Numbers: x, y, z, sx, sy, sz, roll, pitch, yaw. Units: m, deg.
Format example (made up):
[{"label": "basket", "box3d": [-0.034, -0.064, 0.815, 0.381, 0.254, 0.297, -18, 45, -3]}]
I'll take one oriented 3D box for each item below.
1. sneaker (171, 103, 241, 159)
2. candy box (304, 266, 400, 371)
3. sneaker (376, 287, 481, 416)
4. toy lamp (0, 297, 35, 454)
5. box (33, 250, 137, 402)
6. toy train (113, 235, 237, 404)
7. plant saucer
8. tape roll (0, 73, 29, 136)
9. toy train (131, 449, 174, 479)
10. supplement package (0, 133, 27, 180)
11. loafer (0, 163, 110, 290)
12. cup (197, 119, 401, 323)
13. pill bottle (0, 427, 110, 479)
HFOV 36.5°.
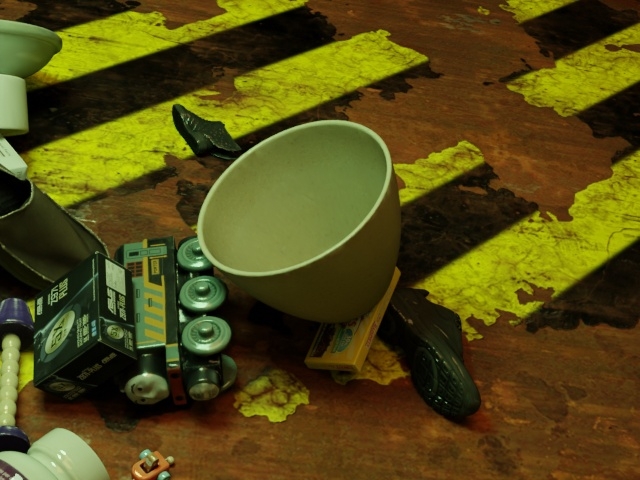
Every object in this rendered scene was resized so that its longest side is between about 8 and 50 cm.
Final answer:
[{"label": "sneaker", "box3d": [-0.239, -0.229, 2.022, 0.089, 0.051, 0.170, -15, 53, -28]}, {"label": "candy box", "box3d": [0.055, 0.128, 1.638, 0.105, 0.027, 0.205, 0, 50, 35]}, {"label": "sneaker", "box3d": [0.199, 0.174, 1.644, 0.130, 0.109, 0.286, -10, 47, -28]}, {"label": "toy lamp", "box3d": [-0.471, 0.200, 1.468, 0.080, 0.080, 0.274, -1, 43, -15]}, {"label": "box", "box3d": [-0.365, 0.132, 1.497, 0.077, 0.147, 0.180, 36, 29, -41]}, {"label": "toy train", "box3d": [-0.241, 0.125, 1.575, 0.190, 0.142, 0.334, -8, 46, -4]}, {"label": "plant saucer", "box3d": [-0.709, -0.346, 1.896, 0.401, 0.100, 0.400, -3, 0, 0]}, {"label": "tape roll", "box3d": [-0.681, -0.243, 1.772, 0.286, 0.100, 0.286, -4, 2, 0]}, {"label": "toy train", "box3d": [-0.232, 0.365, 1.368, 0.125, 0.046, 0.166, -22, 52, -32]}, {"label": "supplement package", "box3d": [-0.647, -0.083, 1.672, 0.244, 0.139, 0.134, -16, 43, -34]}, {"label": "loafer", "box3d": [-0.491, -0.029, 1.575, 0.366, 0.130, 0.133, 36, 65, -23]}, {"label": "cup", "box3d": [0.000, 0.000, 1.591, 0.331, 0.237, 0.331, -17, 44, 17]}, {"label": "pill bottle", "box3d": [-0.414, 0.375, 1.221, 0.169, 0.169, 0.301, 32, 46, 21]}]
